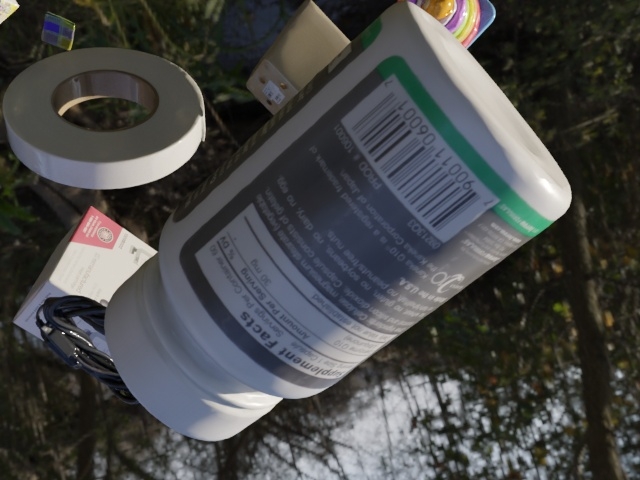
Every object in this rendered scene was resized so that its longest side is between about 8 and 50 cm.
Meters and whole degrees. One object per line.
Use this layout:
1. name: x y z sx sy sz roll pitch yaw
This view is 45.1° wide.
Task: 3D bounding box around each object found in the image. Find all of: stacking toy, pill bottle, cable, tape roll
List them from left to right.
1. tape roll: -0.428 -0.255 1.549 0.391 0.392 0.072 -13 139 -21
2. cable: -0.248 0.129 0.914 0.150 0.184 0.047 -22 -154 41
3. pill bottle: 0.000 0.000 0.635 0.361 0.204 0.204 -39 162 22
4. stacking toy: 0.206 -0.405 1.362 0.175 0.166 0.302 -46 -179 15

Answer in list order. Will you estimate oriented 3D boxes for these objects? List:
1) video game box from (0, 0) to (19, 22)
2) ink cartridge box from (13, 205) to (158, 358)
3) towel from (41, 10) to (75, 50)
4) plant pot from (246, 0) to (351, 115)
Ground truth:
1. video game box: -0.893 -0.566 1.925 0.205 0.048 0.187 -35 167 13
2. ink cartridge box: -0.311 0.110 1.244 0.117 0.283 0.207 -42 -158 28
3. towel: -0.510 -0.405 1.499 0.060 0.009 0.083 21 148 -16
4. plant pot: -0.026 -0.205 0.945 0.096 0.109 0.109 -49 -172 -28
